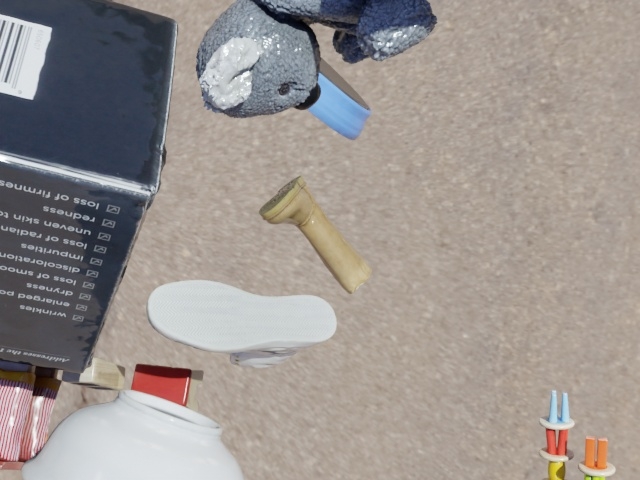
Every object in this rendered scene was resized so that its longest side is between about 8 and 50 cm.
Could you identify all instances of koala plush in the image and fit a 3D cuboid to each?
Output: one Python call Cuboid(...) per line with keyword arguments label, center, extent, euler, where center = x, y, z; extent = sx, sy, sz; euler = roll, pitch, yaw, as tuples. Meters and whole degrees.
Cuboid(label="koala plush", center=(-0.041, -0.212, 0.903), extent=(0.221, 0.196, 0.203), euler=(-45, 103, 2))

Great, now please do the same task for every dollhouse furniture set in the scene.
Cuboid(label="dollhouse furniture set", center=(-0.404, 0.289, 1.495), extent=(0.374, 0.152, 0.201), euler=(3, 75, 15))

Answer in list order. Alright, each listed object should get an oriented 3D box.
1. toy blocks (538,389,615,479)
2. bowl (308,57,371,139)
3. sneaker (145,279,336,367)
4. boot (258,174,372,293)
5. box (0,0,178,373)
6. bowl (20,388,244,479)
Cuboid(label="toy blocks", center=(0.373, 0.302, 1.313), extent=(0.054, 0.123, 0.148), euler=(-7, 100, -36))
Cuboid(label="bowl", center=(-0.045, -0.378, 1.963), extent=(0.391, 0.391, 0.077), euler=(39, 103, -15))
Cuboid(label="sneaker", center=(-0.142, 0.141, 1.358), extent=(0.292, 0.169, 0.108), euler=(9, 62, -28))
Cuboid(label="boot", center=(0.000, 0.000, 1.919), extent=(0.089, 0.236, 0.269), euler=(-33, 98, 24))
Cuboid(label="box", center=(-0.474, -0.086, 1.142), extent=(0.479, 0.472, 0.297), euler=(13, 52, -17))
Cuboid(label="bowl", center=(-0.212, 0.276, 1.142), extent=(0.297, 0.298, 0.134), euler=(24, 83, -17))
